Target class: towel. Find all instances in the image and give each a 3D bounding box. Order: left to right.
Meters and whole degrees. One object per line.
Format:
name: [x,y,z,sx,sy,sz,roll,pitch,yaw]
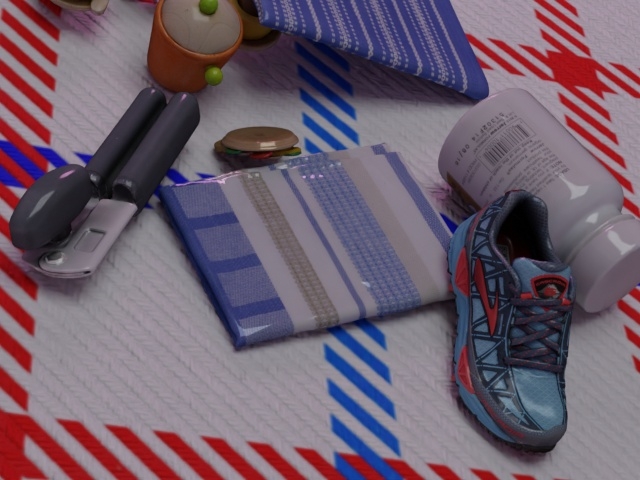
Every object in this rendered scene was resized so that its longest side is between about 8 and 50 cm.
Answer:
towel: [0.000,0.000,1.466,0.285,0.034,0.209,-12,55,-30]
towel: [0.036,-0.282,1.698,0.336,0.040,0.243,13,42,-36]

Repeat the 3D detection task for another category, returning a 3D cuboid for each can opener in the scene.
can opener: [-0.196,-0.065,1.403,0.074,0.093,0.280,12,40,17]

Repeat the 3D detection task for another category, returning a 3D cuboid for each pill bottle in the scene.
pill bottle: [0.239,-0.040,1.533,0.131,0.131,0.229,-19,56,-36]

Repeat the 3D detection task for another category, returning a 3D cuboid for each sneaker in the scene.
sneaker: [0.185,0.068,1.387,0.104,0.125,0.262,4,59,-23]

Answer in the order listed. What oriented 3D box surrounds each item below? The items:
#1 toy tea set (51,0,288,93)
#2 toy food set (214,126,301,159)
toy tea set: [-0.181,-0.307,1.581,0.336,0.124,0.200,37,55,0]
toy food set: [-0.063,-0.100,1.521,0.083,0.020,0.082,-10,20,-27]
